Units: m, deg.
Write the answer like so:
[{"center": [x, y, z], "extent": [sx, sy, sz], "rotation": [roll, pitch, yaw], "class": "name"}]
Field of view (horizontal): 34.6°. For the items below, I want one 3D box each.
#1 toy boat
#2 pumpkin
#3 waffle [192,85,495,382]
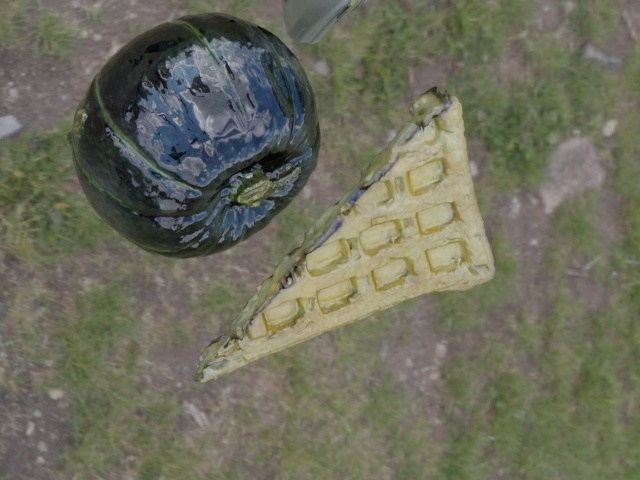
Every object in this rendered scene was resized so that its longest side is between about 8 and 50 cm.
[{"center": [0.026, -0.373, 1.454], "extent": [0.140, 0.269, 0.141], "rotation": [5, 80, -29], "class": "toy boat"}, {"center": [-0.151, -0.130, 1.276], "extent": [0.323, 0.241, 0.323], "rotation": [-30, 153, -17], "class": "pumpkin"}, {"center": [0.000, 0.000, 0.461], "extent": [0.152, 0.023, 0.098], "rotation": [-20, 117, -3], "class": "waffle"}]
